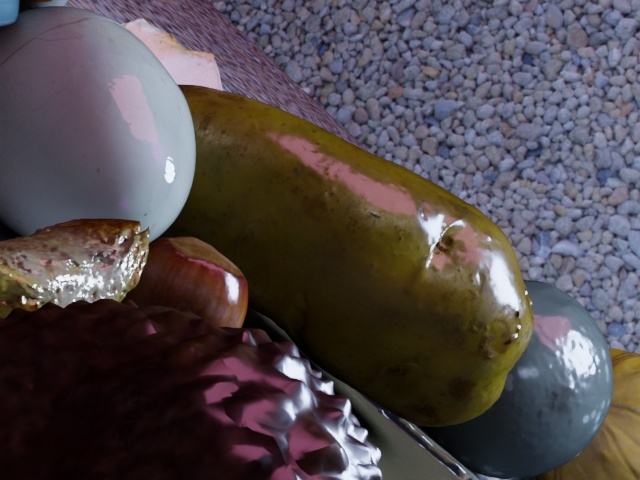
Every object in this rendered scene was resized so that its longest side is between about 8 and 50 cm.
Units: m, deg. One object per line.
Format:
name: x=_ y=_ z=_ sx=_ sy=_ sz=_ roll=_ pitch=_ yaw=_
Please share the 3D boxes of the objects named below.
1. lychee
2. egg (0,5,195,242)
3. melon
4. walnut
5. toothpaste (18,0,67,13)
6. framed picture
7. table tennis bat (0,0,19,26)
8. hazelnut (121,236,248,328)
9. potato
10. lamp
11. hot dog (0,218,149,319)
lychee: x=-0.069 y=0.109 z=0.448 sx=0.194 sy=0.194 sz=0.194 roll=40 pitch=9 yaw=-7
egg: x=-0.159 y=-0.069 z=0.998 sx=0.151 sy=0.151 sz=0.209 roll=32 pitch=6 yaw=-46
melon: x=-0.172 y=-0.130 z=1.222 sx=0.202 sy=0.093 sz=0.139 roll=4 pitch=-24 yaw=28
walnut: x=0.316 y=0.212 z=1.541 sx=0.221 sy=0.195 sz=0.195 roll=30 pitch=14 yaw=-36
toothpaste: x=-0.216 y=-0.175 z=1.070 sx=0.100 sy=0.066 sz=0.323 roll=24 pitch=-25 yaw=-17
framed picture: x=0.000 y=0.121 z=1.172 sx=0.335 sy=0.022 sz=0.247 roll=40 pitch=8 yaw=-4
table tennis bat: x=-0.315 y=-0.153 z=0.883 sx=0.215 sy=0.044 sz=0.329 roll=16 pitch=12 yaw=25
hazelnut: x=-0.090 y=0.039 z=1.008 sx=0.086 sy=0.086 sz=0.086 roll=40 pitch=9 yaw=-7
potato: x=0.000 y=0.000 z=1.154 sx=0.369 sy=0.176 sz=0.195 roll=33 pitch=9 yaw=-13
lamp: x=0.162 y=0.109 z=1.434 sx=0.182 sy=0.182 sz=0.314 roll=39 pitch=5 yaw=-13
hot dog: x=-0.155 y=0.027 z=0.846 sx=0.078 sy=0.061 sz=0.169 roll=10 pitch=14 yaw=32
